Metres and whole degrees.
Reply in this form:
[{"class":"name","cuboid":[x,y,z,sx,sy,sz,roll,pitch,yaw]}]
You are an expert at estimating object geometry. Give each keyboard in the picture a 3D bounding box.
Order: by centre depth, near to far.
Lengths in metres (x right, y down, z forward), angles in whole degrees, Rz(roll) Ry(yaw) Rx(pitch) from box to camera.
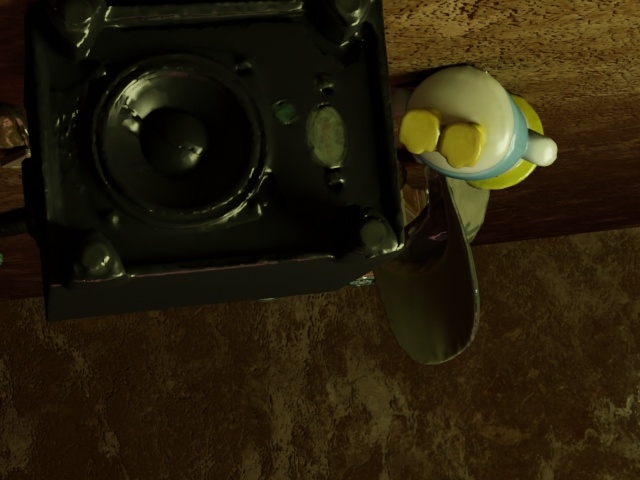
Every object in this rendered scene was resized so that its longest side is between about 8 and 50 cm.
[{"class":"keyboard","cuboid":[-0.234,-0.084,1.381,0.166,0.017,0.055,-2,169,-43]}]

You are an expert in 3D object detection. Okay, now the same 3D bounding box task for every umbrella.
[{"class":"umbrella","cuboid":[-0.396,-0.024,1.823,0.036,0.031,0.133,29,156,-31]}]

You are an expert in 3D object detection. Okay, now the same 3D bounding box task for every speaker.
[{"class":"speaker","cuboid":[-0.083,-0.053,0.935,0.232,0.184,0.254,-5,172,-11]}]

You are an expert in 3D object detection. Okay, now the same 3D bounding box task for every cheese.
[{"class":"cheese","cuboid":[-0.281,-0.087,1.122,0.060,0.041,0.084,0,-166,25]}]

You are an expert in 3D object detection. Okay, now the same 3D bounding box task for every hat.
[{"class":"hat","cuboid":[0.156,0.013,1.628,0.149,0.244,0.214,-12,155,-32]}]

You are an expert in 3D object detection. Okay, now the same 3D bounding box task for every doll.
[{"class":"doll","cuboid":[0.140,-0.096,1.227,0.135,0.098,0.241,-13,172,17]}]

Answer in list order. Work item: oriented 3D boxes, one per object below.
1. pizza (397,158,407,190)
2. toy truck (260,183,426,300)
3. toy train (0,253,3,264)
[{"class":"pizza","cuboid":[-0.008,-0.068,1.617,0.188,0.062,0.199,-22,165,20]},{"class":"toy truck","cuboid":[0.000,0.000,2.011,0.305,0.136,0.162,-10,168,14]},{"class":"toy train","cuboid":[-0.579,0.037,2.345,0.092,0.029,0.045,-8,-177,6]}]
